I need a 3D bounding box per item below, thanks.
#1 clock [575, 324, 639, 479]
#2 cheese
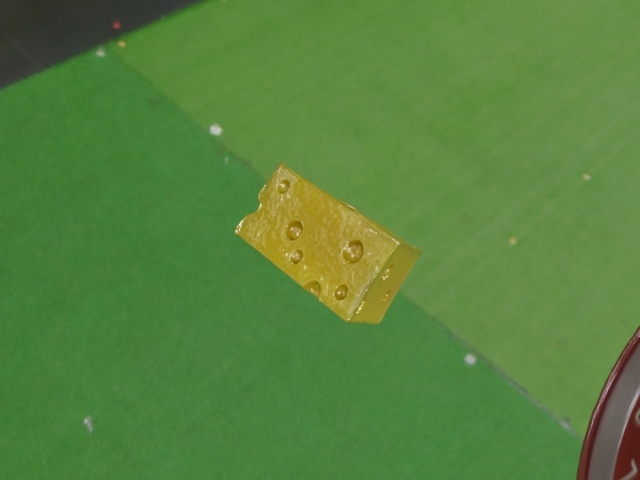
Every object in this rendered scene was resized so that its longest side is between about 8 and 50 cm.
[{"bbox_3d":[0.302,0.139,0.763,0.080,0.318,0.318,28,45,-8],"label":"clock"},{"bbox_3d":[0.000,0.000,1.046,0.171,0.093,0.126,35,6,18],"label":"cheese"}]
